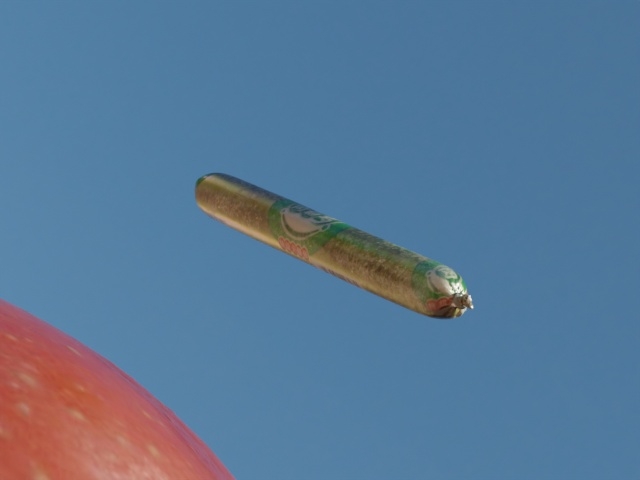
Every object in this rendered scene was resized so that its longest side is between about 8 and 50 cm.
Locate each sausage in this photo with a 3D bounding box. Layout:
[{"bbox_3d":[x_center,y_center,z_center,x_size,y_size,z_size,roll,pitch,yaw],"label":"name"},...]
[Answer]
[{"bbox_3d":[0.000,0.000,1.036,0.269,0.033,0.033,24,-48,49],"label":"sausage"}]

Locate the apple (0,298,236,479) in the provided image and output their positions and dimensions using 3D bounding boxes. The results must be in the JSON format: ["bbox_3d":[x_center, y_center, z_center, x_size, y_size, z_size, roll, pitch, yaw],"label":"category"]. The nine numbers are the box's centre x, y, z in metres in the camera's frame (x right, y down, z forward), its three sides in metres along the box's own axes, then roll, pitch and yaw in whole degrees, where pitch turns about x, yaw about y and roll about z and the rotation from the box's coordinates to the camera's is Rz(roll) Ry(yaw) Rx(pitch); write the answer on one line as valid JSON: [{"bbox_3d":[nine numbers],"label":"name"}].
[{"bbox_3d":[-0.120,0.137,0.424,0.216,0.260,0.260,23,-46,4],"label":"apple"}]
